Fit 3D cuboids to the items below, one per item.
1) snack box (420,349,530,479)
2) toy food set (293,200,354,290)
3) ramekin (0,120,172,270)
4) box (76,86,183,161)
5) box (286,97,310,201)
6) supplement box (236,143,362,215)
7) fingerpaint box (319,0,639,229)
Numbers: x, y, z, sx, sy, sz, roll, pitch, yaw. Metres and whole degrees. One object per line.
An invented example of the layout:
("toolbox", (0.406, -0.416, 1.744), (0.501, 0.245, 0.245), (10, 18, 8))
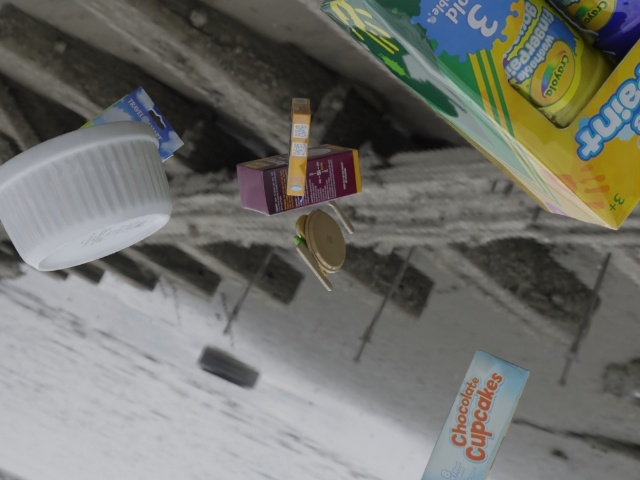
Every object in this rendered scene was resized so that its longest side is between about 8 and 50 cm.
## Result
("snack box", (0.165, 0.217, 1.066), (0.060, 0.187, 0.322), (23, 177, 13))
("toy food set", (0.000, 0.000, 1.839), (0.038, 0.192, 0.132), (-19, 119, 32))
("ramekin", (-0.271, -0.046, 1.134), (0.109, 0.207, 0.207), (66, 161, 7))
("box", (-0.295, -0.124, 1.386), (0.109, 0.178, 0.042), (54, 156, -13))
("box", (-0.032, -0.126, 1.386), (0.028, 0.136, 0.081), (5, -157, -5))
("supplement box", (-0.036, -0.107, 1.684), (0.188, 0.080, 0.104), (-15, -163, -28))
("fingerpaint box", (0.288, -0.301, 1.031), (0.371, 0.445, 0.163), (39, 178, -18))
